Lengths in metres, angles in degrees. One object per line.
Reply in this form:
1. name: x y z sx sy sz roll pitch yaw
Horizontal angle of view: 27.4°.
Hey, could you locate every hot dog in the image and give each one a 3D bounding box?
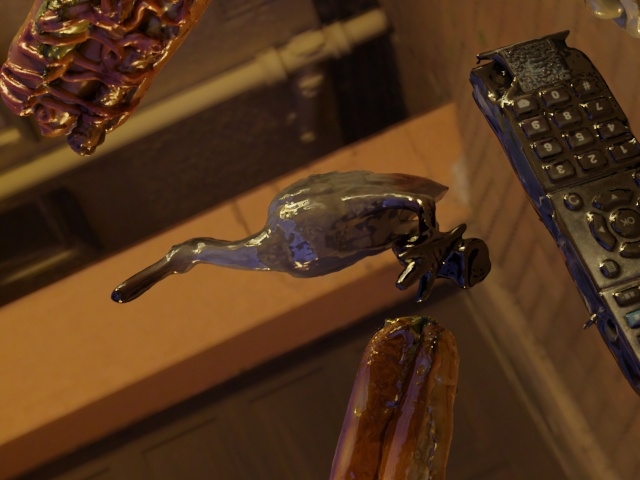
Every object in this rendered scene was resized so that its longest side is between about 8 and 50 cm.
1. hot dog: 0.070 0.199 1.227 0.072 0.268 0.115 25 168 -40
2. hot dog: -0.216 -0.232 1.348 0.158 0.349 0.117 31 -146 -15

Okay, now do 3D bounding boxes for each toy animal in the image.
1. toy animal: -0.007 -0.008 1.180 0.195 0.324 0.090 -53 -43 -61

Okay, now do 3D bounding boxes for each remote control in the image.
1. remote control: 0.272 -0.027 1.275 0.062 0.145 0.398 97 152 -62

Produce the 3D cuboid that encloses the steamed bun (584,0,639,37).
1. steamed bun: 0.377 -0.362 1.494 0.394 0.238 0.346 52 -138 -58
